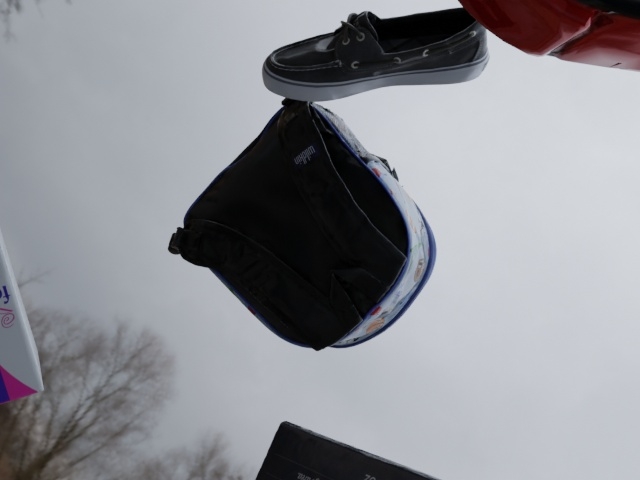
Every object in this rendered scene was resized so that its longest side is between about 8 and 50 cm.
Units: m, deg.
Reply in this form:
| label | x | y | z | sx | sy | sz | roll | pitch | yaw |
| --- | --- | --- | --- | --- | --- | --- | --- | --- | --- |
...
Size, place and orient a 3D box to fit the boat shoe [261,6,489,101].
| label | x | y | z | sx | sy | sz | roll | pitch | yaw |
| --- | --- | --- | --- | --- | --- | --- | --- | --- | --- |
| boat shoe | 0.053 | -0.192 | 0.824 | 0.076 | 0.229 | 0.080 | 83 | 8 | -49 |

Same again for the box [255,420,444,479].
| label | x | y | z | sx | sy | sz | roll | pitch | yaw |
| --- | --- | --- | --- | --- | --- | --- | --- | --- | --- |
| box | 0.022 | 0.180 | 0.364 | 0.093 | 0.158 | 0.156 | 32 | -17 | -28 |

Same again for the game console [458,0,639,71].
| label | x | y | z | sx | sy | sz | roll | pitch | yaw |
| --- | --- | --- | --- | --- | --- | --- | --- | --- | --- |
| game console | 0.221 | -0.256 | 0.354 | 0.060 | 0.342 | 0.386 | -168 | -96 | -74 |

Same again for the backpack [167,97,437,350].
| label | x | y | z | sx | sy | sz | roll | pitch | yaw |
| --- | --- | --- | --- | --- | --- | --- | --- | --- | --- |
| backpack | 0.000 | 0.000 | 1.007 | 0.276 | 0.213 | 0.263 | -48 | -119 | 17 |

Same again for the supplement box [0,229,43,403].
| label | x | y | z | sx | sy | sz | roll | pitch | yaw |
| --- | --- | --- | --- | --- | --- | --- | --- | --- | --- |
| supplement box | -0.322 | 0.030 | 0.710 | 0.114 | 0.111 | 0.220 | -152 | -133 | -64 |
